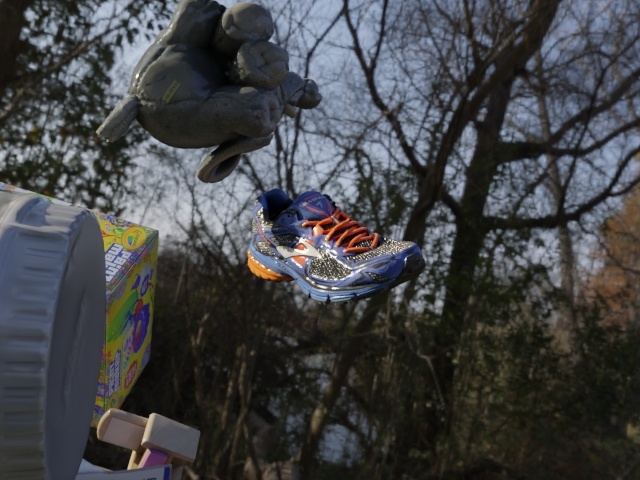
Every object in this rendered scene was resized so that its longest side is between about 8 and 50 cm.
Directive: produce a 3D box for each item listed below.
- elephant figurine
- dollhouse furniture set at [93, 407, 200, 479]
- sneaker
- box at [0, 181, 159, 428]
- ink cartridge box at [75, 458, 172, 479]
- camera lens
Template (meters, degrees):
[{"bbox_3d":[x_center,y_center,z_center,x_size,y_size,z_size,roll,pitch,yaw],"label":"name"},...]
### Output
[{"bbox_3d":[-0.101,-0.145,0.718,0.185,0.170,0.239,11,-7,1],"label":"elephant figurine"},{"bbox_3d":[-0.304,0.394,0.761,0.198,0.286,0.303,22,28,-13],"label":"dollhouse furniture set"},{"bbox_3d":[0.000,0.000,0.592,0.083,0.087,0.221,-22,22,-39],"label":"sneaker"},{"bbox_3d":[-0.423,0.105,1.016,0.279,0.290,0.177,17,35,3],"label":"box"},{"bbox_3d":[-0.315,0.266,0.518,0.370,0.176,0.069,5,10,-29],"label":"ink cartridge box"},{"bbox_3d":[-0.301,0.066,0.431,0.274,0.220,0.219,4,-6,-9],"label":"camera lens"}]
